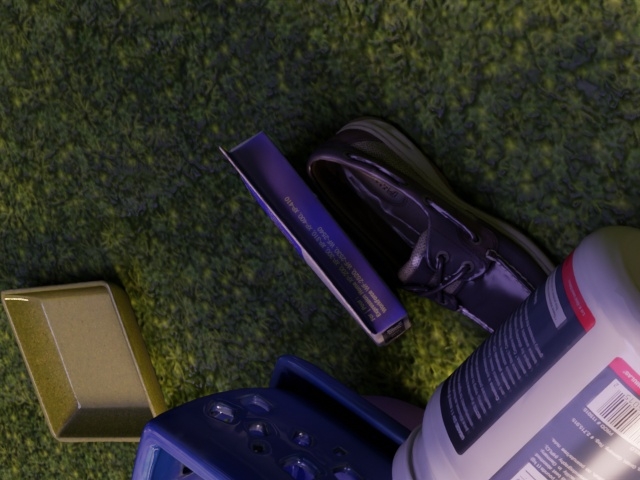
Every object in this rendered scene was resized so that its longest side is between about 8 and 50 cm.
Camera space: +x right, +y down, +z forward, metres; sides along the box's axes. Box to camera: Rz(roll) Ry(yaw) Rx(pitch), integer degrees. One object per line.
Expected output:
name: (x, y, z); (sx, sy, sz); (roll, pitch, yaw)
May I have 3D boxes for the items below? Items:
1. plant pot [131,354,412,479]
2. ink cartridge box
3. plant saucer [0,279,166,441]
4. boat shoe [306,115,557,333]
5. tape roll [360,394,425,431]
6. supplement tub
plant pot: (-0.021, 0.257, 1.481); (0.236, 0.212, 0.236); (32, 130, 23)
ink cartridge box: (0.000, 0.000, 1.484); (0.206, 0.045, 0.208); (51, 180, 8)
plant saucer: (-0.250, 0.128, 1.852); (0.188, 0.045, 0.188); (-6, 107, 42)
boat shoe: (0.100, 0.009, 1.456); (0.285, 0.092, 0.103); (45, 134, 13)
tape roll: (0.062, 0.292, 1.642); (0.274, 0.090, 0.275); (19, 123, 32)
supplement tub: (0.203, 0.139, 1.328); (0.191, 0.191, 0.272); (47, 118, 11)
